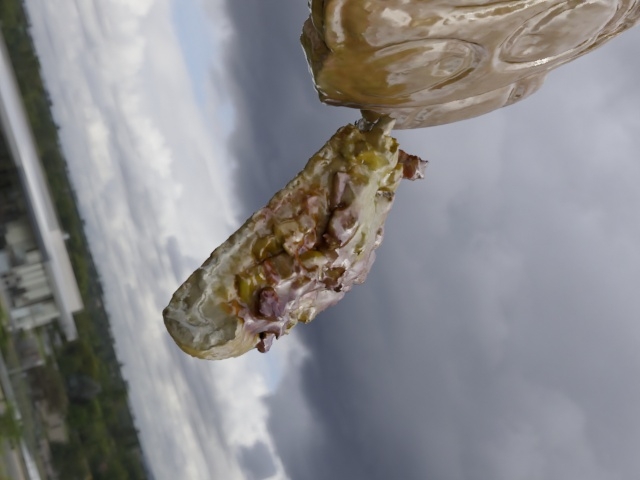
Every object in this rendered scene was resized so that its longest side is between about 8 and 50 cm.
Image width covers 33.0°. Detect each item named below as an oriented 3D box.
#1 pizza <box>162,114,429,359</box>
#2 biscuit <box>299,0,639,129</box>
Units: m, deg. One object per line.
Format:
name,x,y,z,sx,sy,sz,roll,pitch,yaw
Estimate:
pizza,0.000,0.000,0.850,0.081,0.228,0.289,39,22,13
biscuit,0.121,-0.156,0.748,0.376,0.269,0.051,94,-19,-75
